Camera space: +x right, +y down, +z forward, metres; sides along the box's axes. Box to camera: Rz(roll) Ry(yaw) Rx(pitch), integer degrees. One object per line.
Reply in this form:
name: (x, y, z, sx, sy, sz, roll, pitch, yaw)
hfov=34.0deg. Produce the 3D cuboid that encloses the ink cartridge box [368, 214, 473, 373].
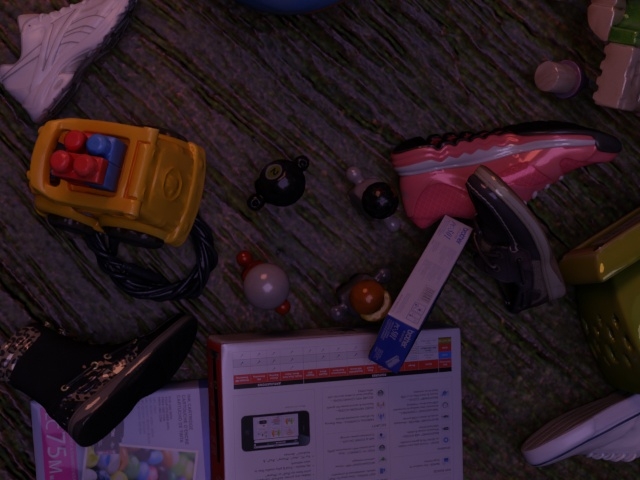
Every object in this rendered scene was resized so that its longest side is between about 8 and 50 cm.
ink cartridge box: (0.132, 0.067, 1.362, 0.046, 0.097, 0.207, 28, 47, 8)

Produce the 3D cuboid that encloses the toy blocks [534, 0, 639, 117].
toy blocks: (0.482, -0.296, 1.425, 0.260, 0.309, 0.288, 0, 106, -40)

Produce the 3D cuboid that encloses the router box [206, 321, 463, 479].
router box: (0.022, 0.268, 1.393, 0.336, 0.082, 0.301, -1, 92, -19)

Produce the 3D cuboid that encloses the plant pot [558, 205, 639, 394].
plant pot: (0.461, 0.063, 1.412, 0.228, 0.227, 0.207, -33, 89, -5)

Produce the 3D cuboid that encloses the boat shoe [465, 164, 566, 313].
boat shoe: (0.246, 0.012, 1.381, 0.092, 0.103, 0.285, -37, 139, 1)

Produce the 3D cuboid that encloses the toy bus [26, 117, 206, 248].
toy bus: (-0.281, -0.086, 1.280, 0.220, 0.211, 0.149, 10, 83, 19)

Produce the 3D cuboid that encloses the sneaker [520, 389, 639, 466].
sneaker: (0.410, 0.271, 1.471, 0.258, 0.094, 0.091, -23, 91, -7)

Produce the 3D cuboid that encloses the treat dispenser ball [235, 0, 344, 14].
treat dispenser ball: (-0.037, -0.422, 1.286, 0.288, 0.288, 0.288, 0, 92, -8)

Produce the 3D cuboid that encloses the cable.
cable: (-0.224, 0.006, 1.398, 0.151, 0.047, 0.184, -32, 97, -5)

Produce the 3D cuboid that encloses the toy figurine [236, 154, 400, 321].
toy figurine: (0.000, 0.000, 1.377, 0.210, 0.148, 0.213, 10, 90, -8)

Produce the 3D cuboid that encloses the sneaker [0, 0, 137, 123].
sneaker: (-0.331, -0.270, 1.354, 0.115, 0.090, 0.232, 40, 86, -4)

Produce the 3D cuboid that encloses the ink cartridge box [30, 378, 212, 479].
ink cartridge box: (-0.222, 0.286, 1.405, 0.311, 0.065, 0.185, -4, 93, -9)

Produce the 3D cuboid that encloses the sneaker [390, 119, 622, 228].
sneaker: (0.256, -0.087, 1.443, 0.314, 0.116, 0.136, -7, 103, -1)

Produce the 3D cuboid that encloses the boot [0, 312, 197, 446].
boot: (-0.292, 0.143, 1.365, 0.179, 0.085, 0.236, 27, 47, 22)
